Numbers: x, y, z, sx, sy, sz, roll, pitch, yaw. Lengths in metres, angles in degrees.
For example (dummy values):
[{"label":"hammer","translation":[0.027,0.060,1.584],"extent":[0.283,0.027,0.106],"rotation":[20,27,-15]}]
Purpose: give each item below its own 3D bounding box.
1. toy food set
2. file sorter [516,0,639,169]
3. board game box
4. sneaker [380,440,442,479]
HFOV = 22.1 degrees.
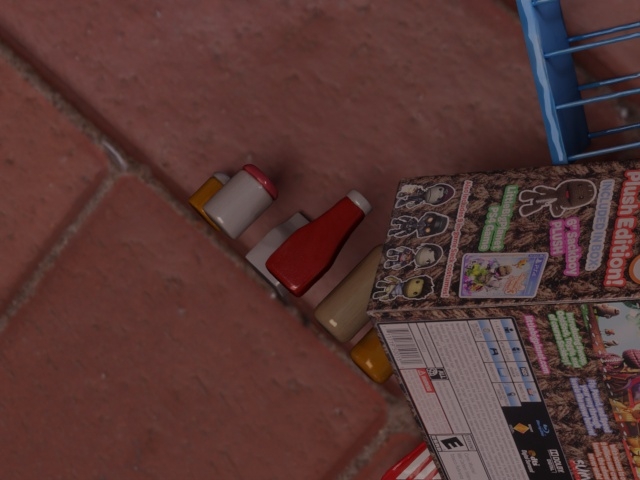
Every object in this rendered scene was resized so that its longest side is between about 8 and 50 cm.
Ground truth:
[{"label":"toy food set","translation":[0.000,0.000,1.370],"extent":[0.104,0.111,0.232],"rotation":[-45,72,-7]},{"label":"file sorter","translation":[0.216,-0.153,1.235],"extent":[0.104,0.118,0.170],"rotation":[-11,99,20]},{"label":"board game box","translation":[0.213,0.068,1.222],"extent":[0.291,0.141,0.232],"rotation":[-3,136,21]},{"label":"sneaker","translation":[0.109,0.260,1.410],"extent":[0.128,0.087,0.221],"rotation":[19,97,25]}]
